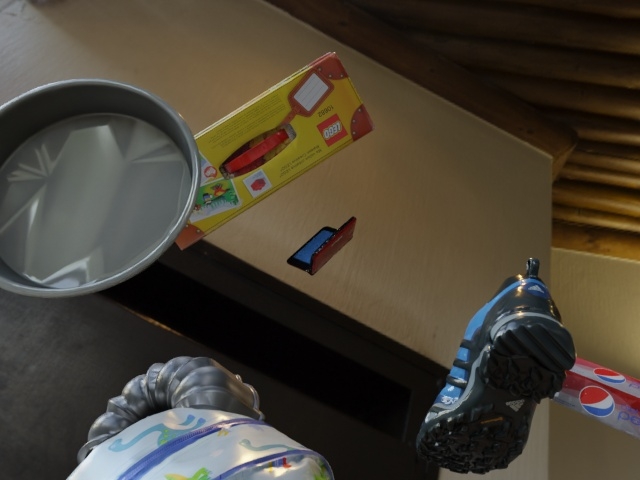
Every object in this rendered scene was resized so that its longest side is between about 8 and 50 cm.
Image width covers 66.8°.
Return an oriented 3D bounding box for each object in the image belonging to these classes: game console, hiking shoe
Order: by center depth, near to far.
[{"bbox_3d":[0.211,0.175,0.598,0.113,0.132,0.304,23,-52,5],"label":"hiking shoe"},{"bbox_3d":[0.000,0.000,1.084,0.085,0.144,0.124,38,-28,17],"label":"game console"}]

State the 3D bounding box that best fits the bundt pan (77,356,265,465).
[{"bbox_3d":[-0.266,0.331,0.811,0.330,0.331,0.124,-7,-50,33],"label":"bundt pan"}]

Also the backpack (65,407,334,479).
[{"bbox_3d":[-0.095,0.310,0.357,0.290,0.356,0.273,16,-17,-42],"label":"backpack"}]

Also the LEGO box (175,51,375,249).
[{"bbox_3d":[-0.171,-0.226,1.190,0.193,0.500,0.372,58,-4,-18],"label":"LEGO box"}]

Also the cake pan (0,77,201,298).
[{"bbox_3d":[-0.291,-0.065,0.596,0.293,0.293,0.054,19,-22,4],"label":"cake pan"}]

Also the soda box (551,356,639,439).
[{"bbox_3d":[0.626,0.333,0.993,0.263,0.083,0.092,19,-69,40],"label":"soda box"}]
